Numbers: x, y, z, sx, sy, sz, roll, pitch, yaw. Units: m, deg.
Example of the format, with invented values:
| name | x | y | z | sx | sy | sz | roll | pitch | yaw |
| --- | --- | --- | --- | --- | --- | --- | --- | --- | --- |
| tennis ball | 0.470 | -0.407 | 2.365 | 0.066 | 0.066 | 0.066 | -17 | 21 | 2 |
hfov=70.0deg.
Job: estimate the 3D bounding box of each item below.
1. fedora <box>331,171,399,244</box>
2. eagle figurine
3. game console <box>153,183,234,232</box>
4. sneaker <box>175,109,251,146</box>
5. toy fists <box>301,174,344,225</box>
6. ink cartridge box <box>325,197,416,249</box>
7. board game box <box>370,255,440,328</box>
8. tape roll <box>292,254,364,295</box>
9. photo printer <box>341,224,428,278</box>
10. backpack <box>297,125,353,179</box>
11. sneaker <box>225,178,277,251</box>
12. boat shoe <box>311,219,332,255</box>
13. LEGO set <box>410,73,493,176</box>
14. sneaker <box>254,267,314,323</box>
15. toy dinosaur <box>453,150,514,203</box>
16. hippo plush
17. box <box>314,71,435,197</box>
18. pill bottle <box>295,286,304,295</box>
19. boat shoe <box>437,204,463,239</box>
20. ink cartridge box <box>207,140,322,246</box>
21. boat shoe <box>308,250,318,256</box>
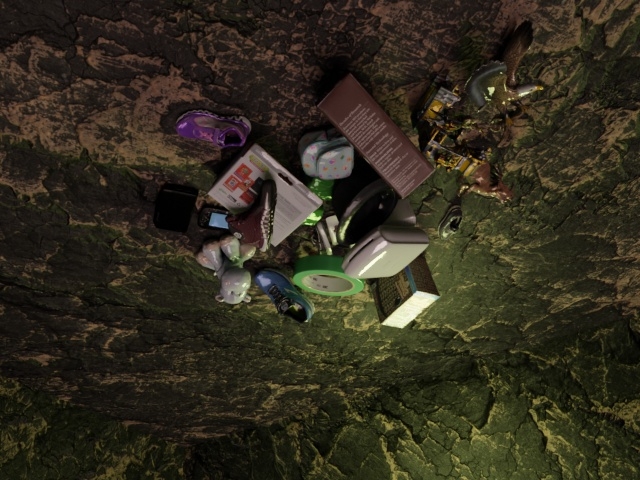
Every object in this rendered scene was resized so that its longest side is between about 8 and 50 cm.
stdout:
| name | x | y | z | sx | sy | sz | roll | pitch | yaw |
| --- | --- | --- | --- | --- | --- | --- | --- | --- | --- |
| fedora | 0.140 | -0.138 | 1.674 | 0.333 | 0.153 | 0.334 | -32 | 155 | -17 |
| eagle figurine | 0.566 | -0.485 | 1.401 | 0.225 | 0.227 | 0.298 | -18 | 132 | 26 |
| game console | -0.444 | -0.101 | 1.752 | 0.360 | 0.044 | 0.213 | 9 | 136 | -23 |
| sneaker | -0.337 | -0.344 | 1.447 | 0.236 | 0.105 | 0.095 | 1 | 140 | -12 |
| toy fists | -0.037 | -0.167 | 1.730 | 0.142 | 0.096 | 0.279 | 7 | 137 | -39 |
| ink cartridge box | 0.215 | -0.036 | 1.917 | 0.352 | 0.119 | 0.207 | -14 | 141 | 4 |
| board game box | 0.398 | 0.242 | 2.196 | 0.141 | 0.232 | 0.291 | 15 | 133 | -27 |
| tape roll | 0.037 | 0.161 | 2.057 | 0.320 | 0.077 | 0.321 | 5 | 155 | 2 |
| photo printer | 0.244 | 0.046 | 1.782 | 0.307 | 0.107 | 0.256 | 1 | 142 | -44 |
| backpack | 0.020 | -0.293 | 1.557 | 0.188 | 0.145 | 0.166 | -7 | 141 | -4 |
| sneaker | -0.237 | -0.087 | 1.514 | 0.162 | 0.107 | 0.282 | 12 | 127 | 2 |
| boat shoe | 0.000 | 0.000 | 1.943 | 0.070 | 0.078 | 0.219 | -15 | 141 | 3 |
| LEGO set | 0.430 | -0.378 | 1.445 | 0.254 | 0.332 | 0.192 | 25 | 130 | -8 |
| sneaker | -0.164 | 0.253 | 2.075 | 0.330 | 0.147 | 0.130 | 40 | 105 | -6 |
| toy dinosaur | 0.614 | -0.262 | 1.753 | 0.200 | 0.127 | 0.296 | -28 | 125 | 8 |
| hippo plush | -0.398 | 0.142 | 1.894 | 0.234 | 0.237 | 0.294 | 9 | 136 | -23 |
| box | 0.160 | -0.320 | 1.392 | 0.143 | 0.191 | 0.381 | -41 | 105 | 10 |
| pill bottle | -0.109 | 0.293 | 2.226 | 0.066 | 0.120 | 0.067 | -6 | 140 | -5 |
| boat shoe | 0.572 | -0.062 | 2.009 | 0.075 | 0.065 | 0.206 | -2 | 139 | -11 |
| ink cartridge box | -0.178 | -0.176 | 1.585 | 0.309 | 0.130 | 0.271 | 40 | 122 | -20 |
| boat shoe | -0.007 | 0.094 | 2.078 | 0.049 | 0.043 | 0.137 | -31 | 137 | 19 |
